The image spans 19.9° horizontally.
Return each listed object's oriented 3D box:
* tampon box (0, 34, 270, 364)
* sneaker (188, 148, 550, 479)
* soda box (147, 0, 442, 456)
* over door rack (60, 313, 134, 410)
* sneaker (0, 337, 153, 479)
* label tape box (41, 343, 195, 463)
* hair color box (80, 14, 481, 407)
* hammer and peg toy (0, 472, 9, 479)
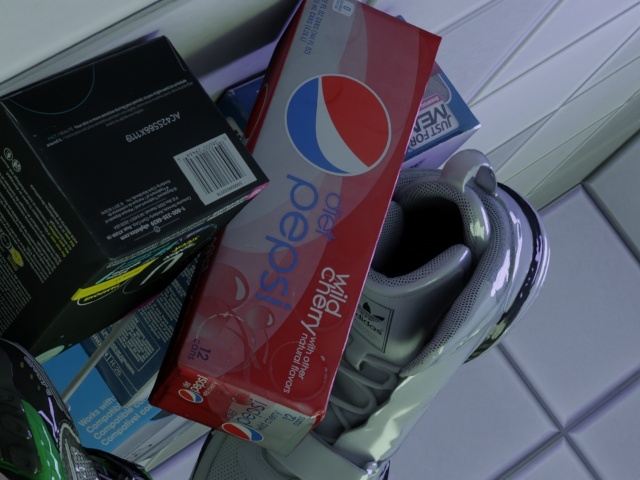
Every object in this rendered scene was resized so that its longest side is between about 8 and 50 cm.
[{"bbox_3d":[-0.130,-0.014,0.992,0.120,0.101,0.161,-29,170,-40],"label":"tampon box"},{"bbox_3d":[0.010,0.089,1.219,0.366,0.137,0.210,-50,163,-4],"label":"sneaker"},{"bbox_3d":[-0.013,-0.015,1.074,0.083,0.092,0.263,129,-19,-63],"label":"soda box"},{"bbox_3d":[-0.213,0.192,1.321,0.239,0.108,0.324,-52,-167,51],"label":"over door rack"},{"bbox_3d":[-0.166,0.158,1.047,0.343,0.134,0.146,87,27,-52],"label":"sneaker"},{"bbox_3d":[-0.182,0.134,1.668,0.249,0.115,0.347,-39,174,22],"label":"label tape box"},{"bbox_3d":[-0.049,-0.014,1.358,0.174,0.105,0.347,-29,170,-38],"label":"hair color box"},{"bbox_3d":[-0.272,0.174,0.913,0.361,0.266,0.127,-42,-171,47],"label":"hammer and peg toy"}]
